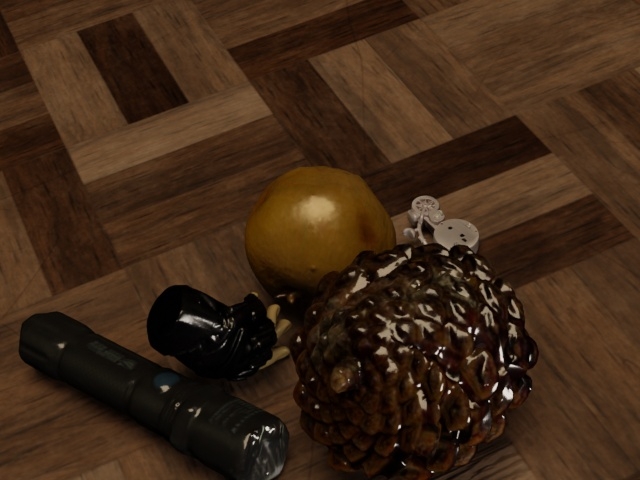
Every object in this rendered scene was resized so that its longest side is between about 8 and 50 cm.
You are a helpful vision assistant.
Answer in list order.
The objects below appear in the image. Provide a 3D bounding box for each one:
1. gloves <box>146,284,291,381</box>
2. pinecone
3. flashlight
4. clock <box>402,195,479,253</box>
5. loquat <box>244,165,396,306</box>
[{"bbox_3d":[-0.121,0.122,1.605,0.164,0.203,0.124,-8,59,59],"label":"gloves"},{"bbox_3d":[0.113,0.144,1.481,0.296,0.242,0.298,-28,44,-31],"label":"pinecone"},{"bbox_3d":[-0.225,0.192,1.600,0.424,0.103,0.103,23,52,31],"label":"flashlight"},{"bbox_3d":[0.167,-0.014,1.781,0.087,0.041,0.129,-26,50,-21],"label":"clock"},{"bbox_3d":[0.000,0.000,1.688,0.208,0.208,0.208,-5,43,5],"label":"loquat"}]
